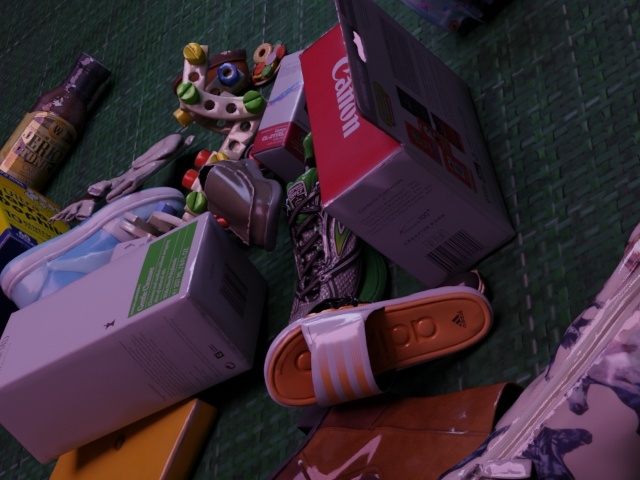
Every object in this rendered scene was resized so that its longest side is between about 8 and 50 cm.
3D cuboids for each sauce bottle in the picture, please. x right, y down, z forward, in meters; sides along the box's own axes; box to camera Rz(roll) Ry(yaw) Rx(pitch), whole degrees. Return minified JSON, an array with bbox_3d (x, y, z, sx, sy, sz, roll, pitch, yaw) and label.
[{"bbox_3d":[-0.535,-0.210,2.599,0.344,0.111,0.111,-57,32,-1],"label":"sauce bottle"}]

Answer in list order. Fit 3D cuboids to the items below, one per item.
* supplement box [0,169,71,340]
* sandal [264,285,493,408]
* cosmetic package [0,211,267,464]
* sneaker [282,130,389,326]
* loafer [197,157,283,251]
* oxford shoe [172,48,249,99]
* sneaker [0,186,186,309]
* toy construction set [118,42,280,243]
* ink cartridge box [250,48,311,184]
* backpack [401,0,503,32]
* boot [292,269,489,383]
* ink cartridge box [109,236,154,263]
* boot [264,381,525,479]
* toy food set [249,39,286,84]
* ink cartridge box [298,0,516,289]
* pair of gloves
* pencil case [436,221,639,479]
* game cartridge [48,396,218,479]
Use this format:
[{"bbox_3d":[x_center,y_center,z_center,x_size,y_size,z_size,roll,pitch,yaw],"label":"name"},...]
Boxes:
[{"bbox_3d":[-0.546,0.036,2.307,0.195,0.194,0.356,-51,33,6],"label":"supplement box"},{"bbox_3d":[0.063,0.116,1.456,0.265,0.102,0.076,-19,14,3],"label":"sandal"},{"bbox_3d":[-0.267,0.137,1.824,0.366,0.155,0.197,-26,30,21],"label":"cosmetic package"},{"bbox_3d":[0.000,0.000,1.687,0.134,0.146,0.343,-24,44,38],"label":"sneaker"},{"bbox_3d":[-0.111,-0.049,1.767,0.251,0.087,0.094,-134,50,-68],"label":"loafer"},{"bbox_3d":[-0.187,-0.258,2.244,0.212,0.076,0.076,-16,88,58],"label":"oxford shoe"},{"bbox_3d":[-0.317,0.065,2.081,0.319,0.127,0.208,-31,67,-7],"label":"sneaker"},{"bbox_3d":[-0.174,-0.110,1.973,0.215,0.151,0.327,27,94,14],"label":"toy construction set"},{"bbox_3d":[-0.010,-0.165,1.867,0.072,0.127,0.175,-13,51,45],"label":"ink cartridge box"},{"bbox_3d":[0.154,-0.385,1.804,0.144,0.188,0.166,-42,35,19],"label":"backpack"},{"bbox_3d":[0.081,0.082,1.515,0.198,0.137,0.077,-42,34,16],"label":"boot"},{"bbox_3d":[-0.242,0.049,1.972,0.088,0.122,0.052,-14,49,46],"label":"ink cartridge box"},{"bbox_3d":[0.073,0.271,1.419,0.280,0.096,0.264,-5,43,44],"label":"boot"},{"bbox_3d":[-0.087,-0.291,2.183,0.083,0.020,0.083,-6,55,50],"label":"toy food set"},{"bbox_3d":[0.075,-0.138,1.601,0.130,0.272,0.309,-38,35,24],"label":"ink cartridge box"},{"bbox_3d":[-0.327,-0.103,2.210,0.240,0.042,0.204,-25,13,42],"label":"pair of gloves"},{"bbox_3d":[0.271,0.123,1.190,0.160,0.183,0.410,36,90,41],"label":"pencil case"},{"bbox_3d":[-0.292,0.357,1.830,0.285,0.053,0.323,1,63,52],"label":"game cartridge"}]
